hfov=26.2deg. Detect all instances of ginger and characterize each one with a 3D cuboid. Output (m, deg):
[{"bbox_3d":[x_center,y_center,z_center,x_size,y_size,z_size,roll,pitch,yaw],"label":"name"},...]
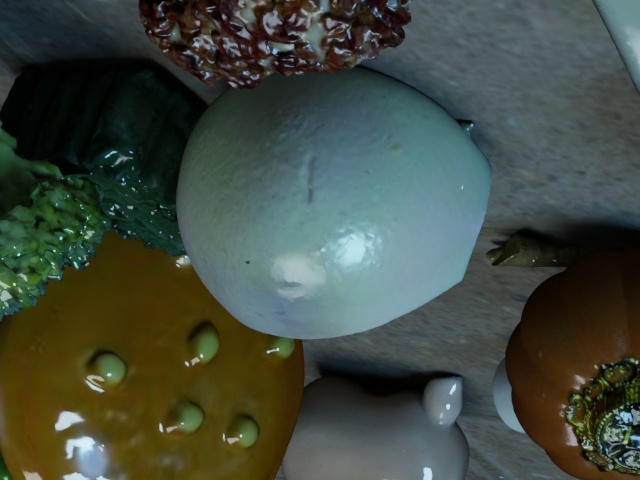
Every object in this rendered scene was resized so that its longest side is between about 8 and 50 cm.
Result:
[{"bbox_3d":[0.182,0.009,1.218,0.097,0.030,0.048,2,-179,43],"label":"ginger"}]

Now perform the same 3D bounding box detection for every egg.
[{"bbox_3d":[-0.015,-0.010,1.069,0.271,0.162,0.206,-21,126,30],"label":"egg"}]

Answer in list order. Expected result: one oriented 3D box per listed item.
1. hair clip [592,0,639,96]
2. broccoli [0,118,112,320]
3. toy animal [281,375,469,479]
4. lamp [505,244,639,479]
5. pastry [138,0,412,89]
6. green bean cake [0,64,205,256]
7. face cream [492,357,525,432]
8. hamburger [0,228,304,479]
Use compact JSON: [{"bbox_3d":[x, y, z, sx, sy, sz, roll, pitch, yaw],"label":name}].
[{"bbox_3d":[0.221,-0.138,0.741,0.172,0.113,0.282,5,149,33],"label":"hair clip"},{"bbox_3d":[-0.294,-0.096,1.030,0.397,0.275,0.353,-33,129,28],"label":"broccoli"},{"bbox_3d":[0.070,0.272,1.733,0.256,0.195,0.213,4,162,28],"label":"toy animal"},{"bbox_3d":[0.267,0.110,1.158,0.223,0.196,0.223,5,119,10],"label":"lamp"},{"bbox_3d":[-0.038,-0.157,0.922,0.208,0.097,0.115,2,143,41],"label":"pastry"},{"bbox_3d":[-0.173,-0.063,1.247,0.193,0.107,0.208,-1,152,39],"label":"green bean cake"},{"bbox_3d":[0.302,0.141,1.350,0.092,0.092,0.311,31,155,-27],"label":"face cream"},{"bbox_3d":[-0.212,0.131,1.389,0.277,0.396,0.395,-2,150,46],"label":"hamburger"}]
